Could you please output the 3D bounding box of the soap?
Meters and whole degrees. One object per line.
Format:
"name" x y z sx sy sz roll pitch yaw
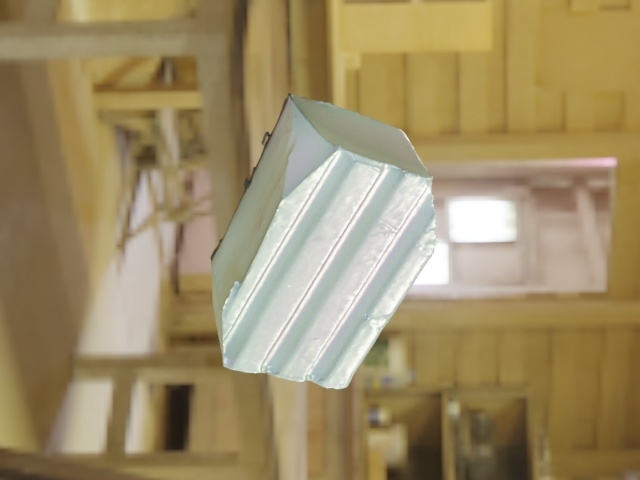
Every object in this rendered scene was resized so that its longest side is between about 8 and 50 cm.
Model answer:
"soap" 0.000 0.000 1.312 0.230 0.145 0.091 -59 -148 32
